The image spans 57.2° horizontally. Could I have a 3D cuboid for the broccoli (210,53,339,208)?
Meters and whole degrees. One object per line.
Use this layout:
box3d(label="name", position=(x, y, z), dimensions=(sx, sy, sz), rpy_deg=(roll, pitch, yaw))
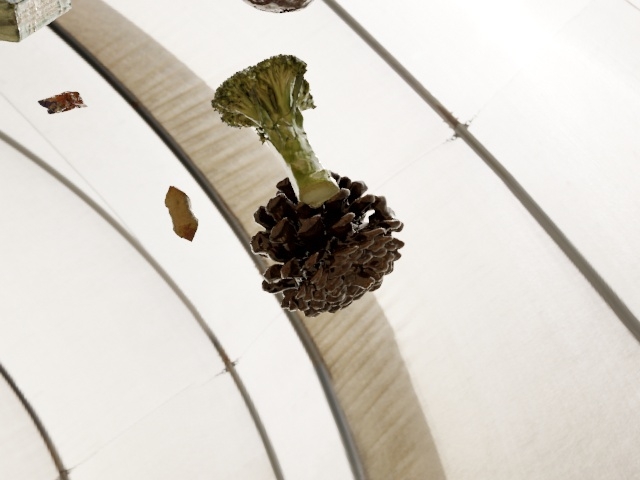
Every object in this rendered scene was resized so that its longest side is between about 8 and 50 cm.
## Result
box3d(label="broccoli", position=(-0.082, -0.231, 1.225), dimensions=(0.221, 0.252, 0.361), rpy_deg=(-26, -142, -2))

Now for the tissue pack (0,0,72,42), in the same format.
box3d(label="tissue pack", position=(-0.899, -0.685, 1.694), dimensions=(0.227, 0.311, 0.128), rpy_deg=(7, -52, 5))

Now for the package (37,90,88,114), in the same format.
box3d(label="package", position=(-0.662, -0.354, 1.511), dimensions=(0.110, 0.077, 0.033), rpy_deg=(-16, -125, -3))

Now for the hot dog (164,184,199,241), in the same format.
box3d(label="hot dog", position=(-0.390, -0.075, 1.652), dimensions=(0.061, 0.078, 0.169), rpy_deg=(-173, -113, -74))

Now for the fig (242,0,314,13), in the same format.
box3d(label="fig", position=(-0.028, -0.347, 0.621), dimensions=(0.146, 0.134, 0.201), rpy_deg=(19, -108, 22))

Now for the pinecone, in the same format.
box3d(label="pinecone", position=(0.000, 0.000, 1.500), dimensions=(0.397, 0.397, 0.399), rpy_deg=(-1, -91, 35))
